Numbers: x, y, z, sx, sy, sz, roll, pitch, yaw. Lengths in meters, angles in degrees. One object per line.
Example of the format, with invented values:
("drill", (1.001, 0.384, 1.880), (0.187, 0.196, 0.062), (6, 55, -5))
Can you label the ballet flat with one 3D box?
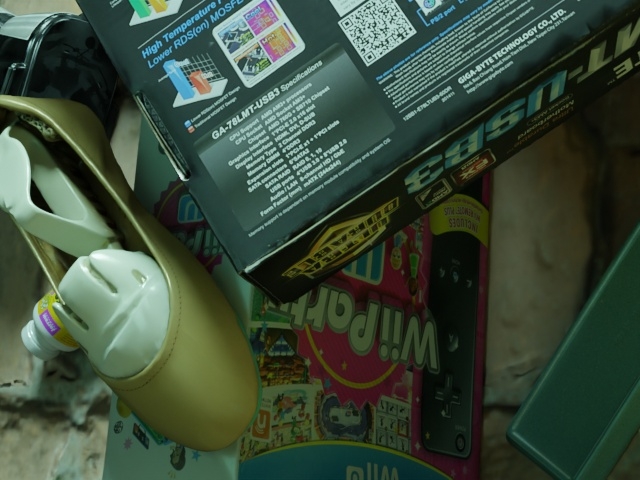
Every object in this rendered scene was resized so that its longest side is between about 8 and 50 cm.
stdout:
("ballet flat", (-0.111, 0.012, 0.818), (0.080, 0.073, 0.232), (-51, 52, 17))

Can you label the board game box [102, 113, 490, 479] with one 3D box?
("board game box", (0.000, 0.000, 0.927), (0.097, 0.224, 0.303), (-5, 75, 36))

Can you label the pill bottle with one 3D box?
("pill bottle", (-0.169, 0.048, 1.169), (0.083, 0.043, 0.043), (-41, 55, 24))

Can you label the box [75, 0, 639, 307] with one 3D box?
("box", (0.022, -0.169, 0.794), (0.295, 0.073, 0.293), (-35, 66, 5))

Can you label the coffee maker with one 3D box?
("coffee maker", (-0.241, -0.094, 1.237), (0.178, 0.120, 0.171), (20, 113, 42))

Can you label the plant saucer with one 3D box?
("plant saucer", (0.168, 0.046, 0.911), (0.067, 0.018, 0.192), (39, 104, 39))
